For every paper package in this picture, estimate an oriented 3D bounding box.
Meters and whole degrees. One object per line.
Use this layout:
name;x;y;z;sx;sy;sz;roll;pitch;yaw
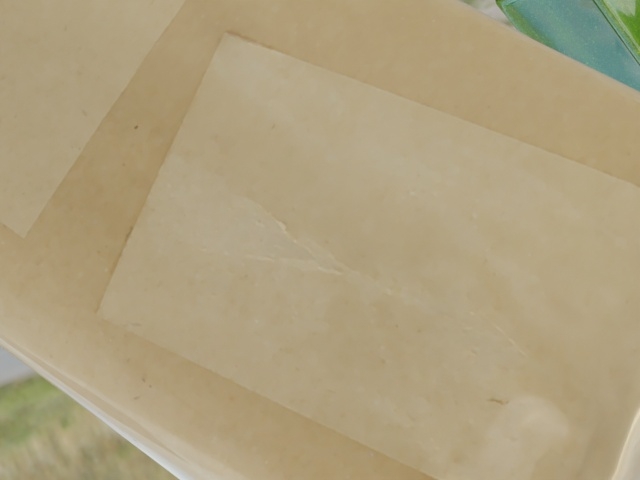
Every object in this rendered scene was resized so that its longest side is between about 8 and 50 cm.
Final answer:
paper package;0.000;0.000;0.510;0.168;0.325;0.309;-59;160;0

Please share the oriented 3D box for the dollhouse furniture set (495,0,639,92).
dollhouse furniture set;0.291;-0.190;0.795;0.197;0.151;0.301;-44;-168;-22
